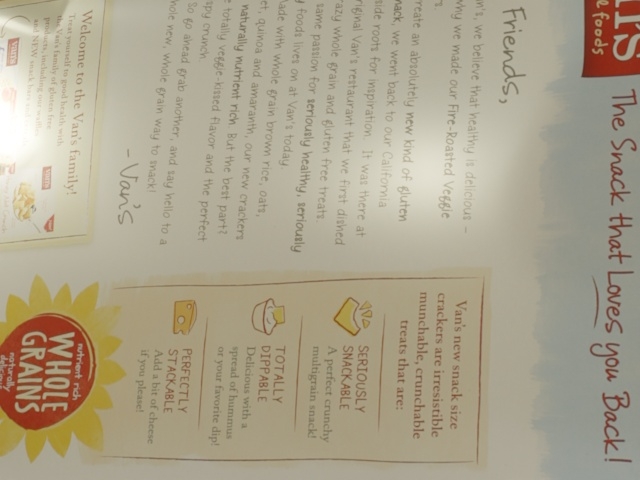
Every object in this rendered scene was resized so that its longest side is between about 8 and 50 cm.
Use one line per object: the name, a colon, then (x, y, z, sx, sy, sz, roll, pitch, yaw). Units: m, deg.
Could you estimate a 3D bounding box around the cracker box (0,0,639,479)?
cracker box: (0.000, 0.000, 0.466, 0.232, 0.067, 0.155, -2, -107, 23)
